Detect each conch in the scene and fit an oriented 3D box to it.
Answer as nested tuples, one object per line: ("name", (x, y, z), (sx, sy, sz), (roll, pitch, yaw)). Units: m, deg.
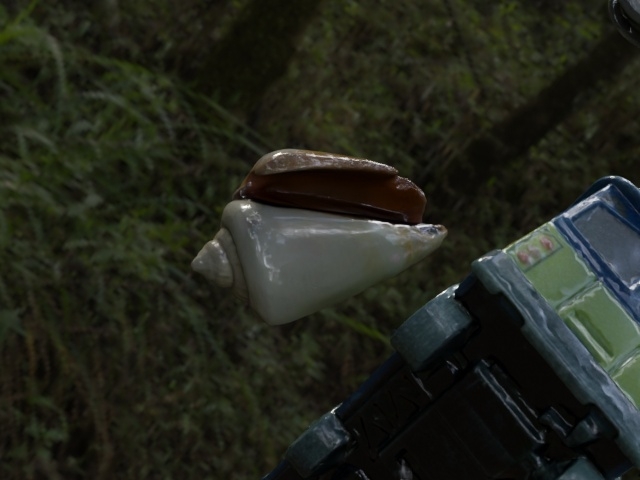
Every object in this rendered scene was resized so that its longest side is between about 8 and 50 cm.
("conch", (0.001, -0.004, 0.828), (0.094, 0.176, 0.104), (97, -21, -70))

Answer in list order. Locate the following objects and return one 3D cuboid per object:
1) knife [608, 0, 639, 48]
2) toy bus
("knife", (0.269, -0.068, 0.668), (0.265, 0.073, 0.040), (36, -21, 12))
("toy bus", (0.107, 0.120, 0.824), (0.190, 0.312, 0.152), (-28, 74, -44))
